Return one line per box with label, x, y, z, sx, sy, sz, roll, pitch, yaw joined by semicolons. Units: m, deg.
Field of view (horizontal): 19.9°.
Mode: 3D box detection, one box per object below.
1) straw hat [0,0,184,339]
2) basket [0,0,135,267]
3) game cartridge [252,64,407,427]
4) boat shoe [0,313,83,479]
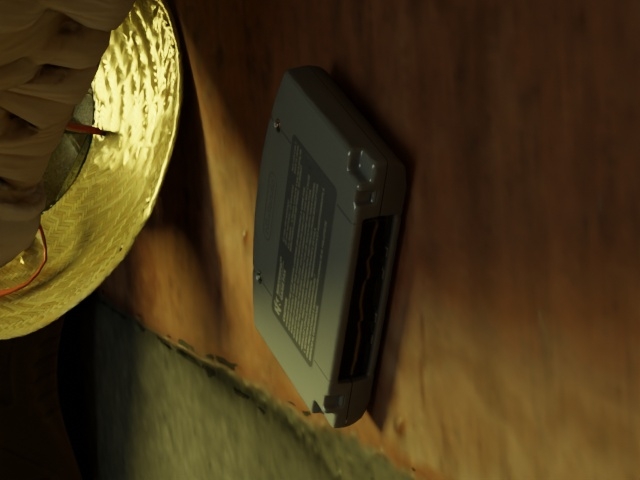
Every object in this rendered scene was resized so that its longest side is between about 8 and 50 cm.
straw hat;-0.096;-0.037;0.610;0.061;0.144;0.144;17;-124;-68
basket;-0.212;-0.194;0.432;0.266;0.331;0.328;-54;48;36
game cartridge;0.000;0.000;0.471;0.056;0.017;0.083;50;142;43
boat shoe;-0.150;0.022;0.710;0.098;0.109;0.302;42;141;53
